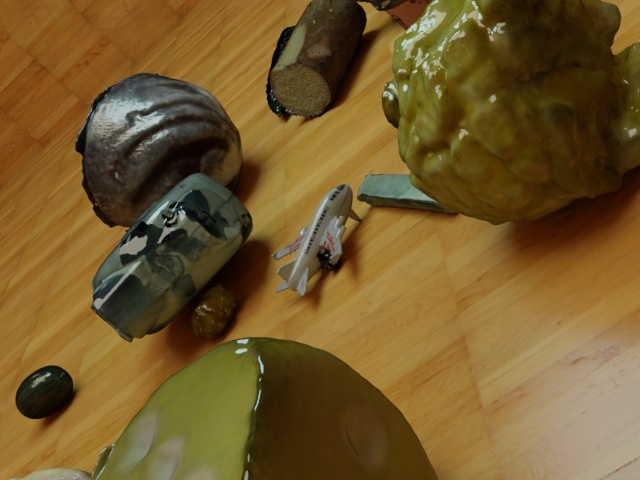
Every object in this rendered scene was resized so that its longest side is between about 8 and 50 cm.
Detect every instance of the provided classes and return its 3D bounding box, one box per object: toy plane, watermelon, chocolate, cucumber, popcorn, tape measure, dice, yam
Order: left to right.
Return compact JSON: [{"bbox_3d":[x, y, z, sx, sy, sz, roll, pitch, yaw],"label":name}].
[{"bbox_3d":[-0.471,0.258,1.613,0.111,0.078,0.078,-38,25,6],"label":"watermelon"},{"bbox_3d":[-0.227,0.017,1.429,0.256,0.147,0.275,-46,6,2],"label":"tape measure"},{"bbox_3d":[-0.252,-0.144,1.678,0.213,0.303,0.303,9,55,31],"label":"chocolate"},{"bbox_3d":[-0.051,0.242,0.778,0.238,0.227,0.233,-32,28,31],"label":"dice"},{"bbox_3d":[-0.067,-0.339,1.880,0.072,0.072,0.300,-33,28,28],"label":"cucumber"},{"bbox_3d":[0.000,0.000,1.259,0.171,0.065,0.162,-53,24,-19],"label":"toy plane"},{"bbox_3d":[0.002,-0.346,1.716,0.129,0.128,0.238,12,54,18],"label":"yam"},{"bbox_3d":[0.201,-0.155,0.958,0.293,0.293,0.237,-52,6,-11],"label":"popcorn"}]

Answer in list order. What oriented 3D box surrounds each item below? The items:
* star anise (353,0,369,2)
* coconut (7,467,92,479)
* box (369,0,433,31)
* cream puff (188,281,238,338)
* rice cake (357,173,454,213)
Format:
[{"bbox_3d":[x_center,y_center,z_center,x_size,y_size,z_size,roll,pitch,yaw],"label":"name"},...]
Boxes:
[{"bbox_3d":[0.121,-0.460,1.715,0.177,0.073,0.234,6,24,7],"label":"star anise"},{"bbox_3d":[-0.249,0.354,0.932,0.259,0.259,0.259,-37,26,21],"label":"coconut"},{"bbox_3d":[0.169,-0.395,1.507,0.151,0.135,0.151,-34,31,24],"label":"box"},{"bbox_3d":[-0.158,0.102,1.367,0.083,0.058,0.083,-46,23,-4],"label":"cream puff"},{"bbox_3d":[0.112,-0.062,1.210,0.043,0.034,0.211,-61,27,-9],"label":"rice cake"}]
